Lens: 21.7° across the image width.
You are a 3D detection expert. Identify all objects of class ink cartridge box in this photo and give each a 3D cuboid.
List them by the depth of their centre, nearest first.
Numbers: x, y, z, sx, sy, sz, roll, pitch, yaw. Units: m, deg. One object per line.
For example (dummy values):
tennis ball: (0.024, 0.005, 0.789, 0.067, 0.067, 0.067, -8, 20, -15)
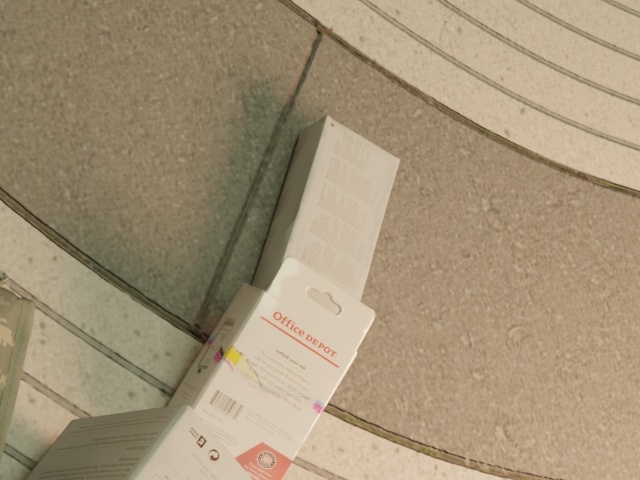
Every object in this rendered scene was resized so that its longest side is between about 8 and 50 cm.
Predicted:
ink cartridge box: (-0.049, 0.121, 1.566, 0.115, 0.067, 0.198, 35, 82, -21)

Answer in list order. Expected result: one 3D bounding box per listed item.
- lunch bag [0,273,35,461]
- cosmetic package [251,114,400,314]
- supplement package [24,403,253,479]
lunch bag: (-0.373, 0.130, 1.317, 0.235, 0.169, 0.287, 25, 65, -25)
cosmetic package: (0.000, 0.000, 1.694, 0.099, 0.060, 0.239, 31, 58, -24)
supplement package: (-0.185, 0.302, 1.366, 0.175, 0.177, 0.293, 53, 52, -21)
